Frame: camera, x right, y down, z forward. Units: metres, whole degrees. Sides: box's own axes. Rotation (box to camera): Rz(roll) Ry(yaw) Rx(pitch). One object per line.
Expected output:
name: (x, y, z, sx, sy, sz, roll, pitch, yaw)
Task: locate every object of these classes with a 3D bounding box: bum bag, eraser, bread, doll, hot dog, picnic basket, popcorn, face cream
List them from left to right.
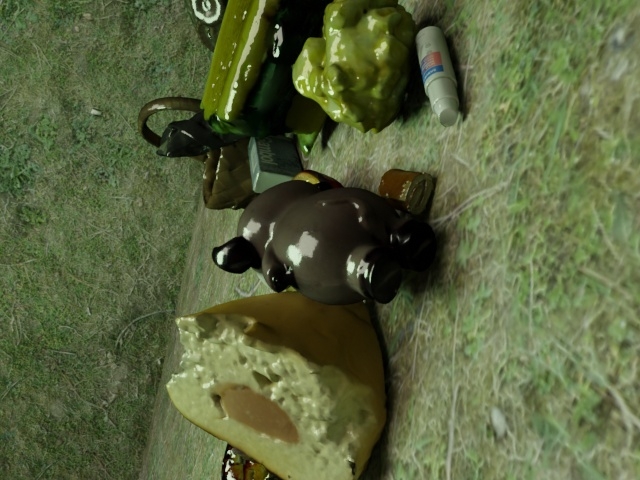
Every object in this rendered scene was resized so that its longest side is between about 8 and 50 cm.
picnic basket: (-0.261, -0.245, 1.449, 0.293, 0.337, 0.337, 147, 132, -66)
bum bag: (-0.170, -0.242, 1.244, 0.144, 0.341, 0.095, -114, 0, -59)
hot dog: (-0.104, 0.289, 1.021, 0.162, 0.082, 0.270, 130, 148, -55)
eraser: (-0.090, -0.152, 1.222, 0.212, 0.092, 0.046, -107, 32, -57)
bread: (-0.042, 0.176, 0.693, 0.211, 0.224, 0.183, -123, 40, -55)
bread: (-0.051, -0.332, 1.007, 0.251, 0.208, 0.376, 58, 137, 48)
doll: (0.000, -0.002, 0.692, 0.257, 0.182, 0.117, 7, 124, 49)
popcorn: (0.050, -0.207, 0.744, 0.173, 0.142, 0.173, -57, 12, 19)
bread: (0.091, -0.055, 0.689, 0.083, 0.036, 0.047, -152, 78, -70)
face cream: (0.124, -0.171, 0.659, 0.034, 0.034, 0.130, 121, 153, -48)

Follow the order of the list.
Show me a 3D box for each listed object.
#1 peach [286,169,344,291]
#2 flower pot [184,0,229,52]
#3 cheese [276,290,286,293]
peach: (-0.009, -0.001, 0.919, 0.279, 0.068, 0.189, 171, 101, -68)
flower pot: (-0.127, -0.490, 1.212, 0.213, 0.302, 0.301, 77, -169, -59)
cheese: (-0.051, 0.098, 1.039, 0.065, 0.043, 0.194, 125, 153, -42)
